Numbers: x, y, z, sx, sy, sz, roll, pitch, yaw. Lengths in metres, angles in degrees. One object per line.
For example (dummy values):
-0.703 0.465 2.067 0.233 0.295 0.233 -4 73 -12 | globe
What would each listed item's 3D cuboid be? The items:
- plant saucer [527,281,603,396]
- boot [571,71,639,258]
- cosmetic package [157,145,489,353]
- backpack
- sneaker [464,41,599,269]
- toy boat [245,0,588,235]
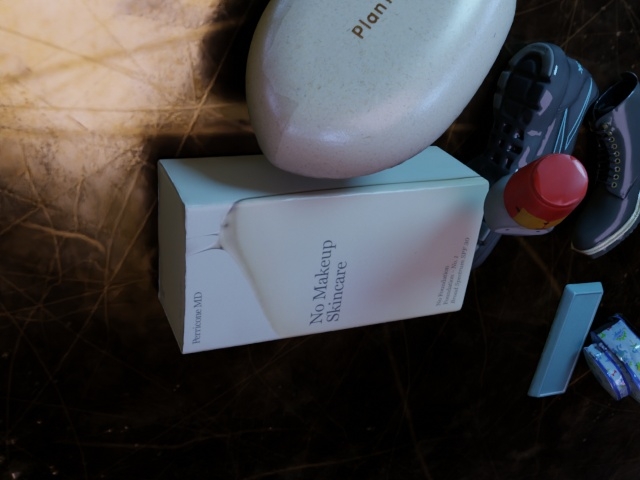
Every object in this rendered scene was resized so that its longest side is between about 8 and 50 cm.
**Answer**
0.356 0.148 1.038 0.067 0.018 0.192 -2 119 -25 | plant saucer
0.346 -0.091 0.872 0.137 0.077 0.198 38 83 -32 | boot
0.000 0.000 0.722 0.309 0.113 0.160 -7 120 -23 | cosmetic package
0.438 0.182 1.028 0.084 0.114 0.105 -37 140 2 | backpack
0.222 -0.077 0.794 0.106 0.101 0.267 13 111 -34 | sneaker
0.091 -0.120 0.627 0.318 0.148 0.267 44 85 6 | toy boat
